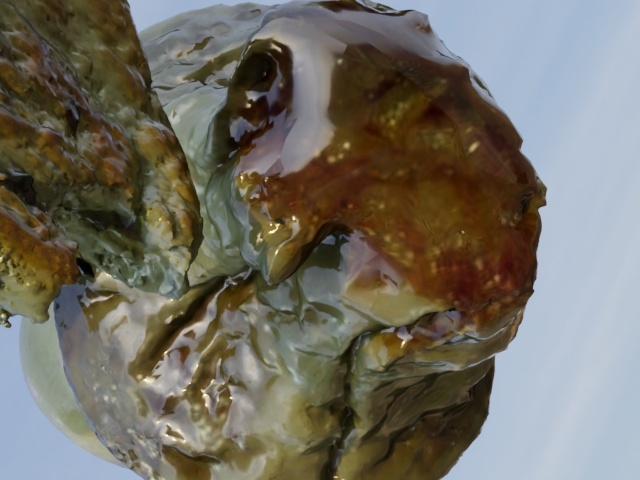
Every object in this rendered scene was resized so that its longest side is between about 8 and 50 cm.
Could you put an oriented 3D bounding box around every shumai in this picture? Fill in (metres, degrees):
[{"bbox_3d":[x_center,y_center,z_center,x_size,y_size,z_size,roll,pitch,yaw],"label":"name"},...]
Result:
[{"bbox_3d":[0.000,0.000,1.114,0.324,0.398,0.323,-17,-5,-22],"label":"shumai"}]

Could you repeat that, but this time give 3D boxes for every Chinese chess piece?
[{"bbox_3d":[-0.138,0.092,1.422,0.237,0.238,0.092,-29,-23,-52],"label":"Chinese chess piece"}]

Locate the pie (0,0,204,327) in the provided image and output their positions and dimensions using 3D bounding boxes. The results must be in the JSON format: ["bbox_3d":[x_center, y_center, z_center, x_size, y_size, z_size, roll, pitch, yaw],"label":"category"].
[{"bbox_3d":[-0.160,-0.096,0.850,0.302,0.067,0.302,44,-148,-37],"label":"pie"}]
